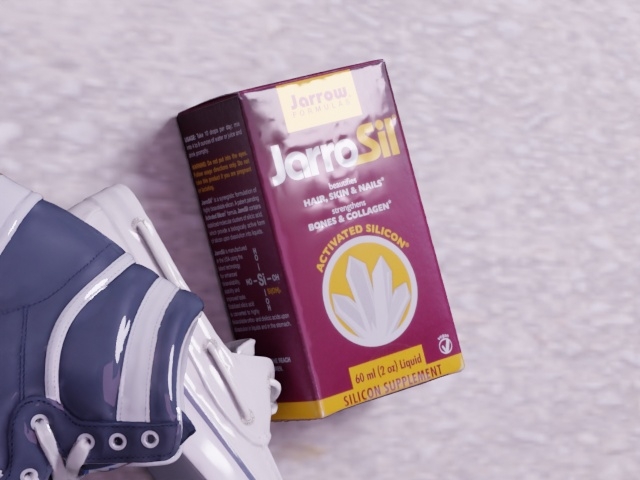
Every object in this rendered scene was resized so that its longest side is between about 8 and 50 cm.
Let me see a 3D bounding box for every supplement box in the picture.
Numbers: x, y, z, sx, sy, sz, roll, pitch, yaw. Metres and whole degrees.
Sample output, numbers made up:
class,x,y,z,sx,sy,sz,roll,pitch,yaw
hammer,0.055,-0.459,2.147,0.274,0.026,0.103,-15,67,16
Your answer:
class,x,y,z,sx,sy,sz,roll,pitch,yaw
supplement box,0.000,0.000,1.130,0.104,0.081,0.188,-16,93,-30

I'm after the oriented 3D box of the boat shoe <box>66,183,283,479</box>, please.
class,x,y,z,sx,sy,sz,roll,pitch,yaw
boat shoe,-0.063,0.086,1.077,0.084,0.095,0.258,-39,105,-23

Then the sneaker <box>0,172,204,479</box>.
class,x,y,z,sx,sy,sz,roll,pitch,yaw
sneaker,-0.160,0.122,0.967,0.153,0.099,0.282,26,85,0
